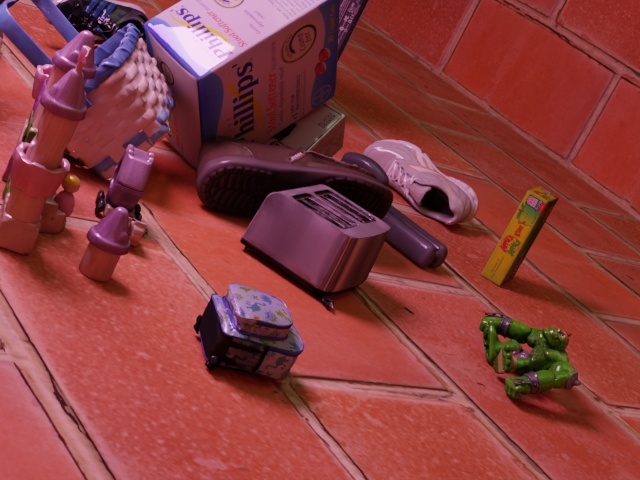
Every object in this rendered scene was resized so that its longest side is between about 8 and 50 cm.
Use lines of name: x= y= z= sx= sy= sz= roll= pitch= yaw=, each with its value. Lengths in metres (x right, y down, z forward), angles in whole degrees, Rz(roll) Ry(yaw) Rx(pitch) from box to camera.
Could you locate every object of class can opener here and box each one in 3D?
can opener: x=0.121 y=-0.062 z=2.176 sx=0.283 sy=0.095 sz=0.076 roll=39 pitch=22 yaw=33

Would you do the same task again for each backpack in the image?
backpack: x=-0.077 y=0.109 z=1.431 sx=0.114 sy=0.084 sz=0.105 roll=22 pitch=20 yaw=-26

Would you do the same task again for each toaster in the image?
toaster: x=0.000 y=0.000 z=1.805 sx=0.185 sy=0.110 sz=0.168 roll=33 pitch=19 yaw=18

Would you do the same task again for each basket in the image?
basket: x=-0.353 y=-0.244 z=1.782 sx=0.289 sy=0.201 sz=0.255 roll=54 pitch=11 yaw=-16

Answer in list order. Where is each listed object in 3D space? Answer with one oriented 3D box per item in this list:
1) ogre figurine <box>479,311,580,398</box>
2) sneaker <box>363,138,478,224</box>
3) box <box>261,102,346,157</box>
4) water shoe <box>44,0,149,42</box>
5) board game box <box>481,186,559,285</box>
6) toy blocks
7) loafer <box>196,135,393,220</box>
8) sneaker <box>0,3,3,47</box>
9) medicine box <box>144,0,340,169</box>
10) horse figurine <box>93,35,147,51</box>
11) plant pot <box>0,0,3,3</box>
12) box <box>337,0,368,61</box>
ogre figurine: x=0.312 y=0.172 z=1.815 sx=0.118 sy=0.097 sz=0.197 roll=5 pitch=7 yaw=-10
sneaker: x=0.192 y=-0.119 z=2.449 sx=0.262 sy=0.099 sz=0.121 roll=31 pitch=22 yaw=15
box: x=-0.119 y=-0.217 z=2.142 sx=0.290 sy=0.087 sz=0.169 roll=33 pitch=59 yaw=18
water shoe: x=-0.406 y=-0.408 z=2.249 sx=0.203 sy=0.073 sz=0.080 roll=-3 pitch=44 yaw=-33
board game box: x=0.367 y=-0.009 z=2.239 sx=0.043 sy=0.181 sz=0.092 roll=33 pitch=18 yaw=16
toy blocks: x=-0.317 y=-0.143 z=1.500 sx=0.309 sy=0.260 sz=0.288 roll=21 pitch=18 yaw=-18
loafer: x=-0.040 y=-0.104 z=1.960 sx=0.366 sy=0.134 sz=0.130 roll=14 pitch=36 yaw=-36
sneaker: x=-0.562 y=-0.383 z=2.009 sx=0.100 sy=0.108 sz=0.271 roll=22 pitch=-4 yaw=-11
medicine box: x=-0.123 y=-0.289 z=1.975 sx=0.289 sy=0.263 sz=0.149 roll=-36 pitch=66 yaw=-22
horse figurine: x=-0.369 y=-0.337 z=2.294 sx=0.174 sy=0.066 sz=0.263 roll=-2 pitch=36 yaw=-44
plant pot: x=-0.576 y=-0.407 z=1.724 sx=0.212 sy=0.236 sz=0.236 roll=-10 pitch=83 yaw=-42
box: x=-0.081 y=-0.506 z=2.642 sx=0.318 sy=0.395 sz=0.097 roll=20 pitch=21 yaw=-19
